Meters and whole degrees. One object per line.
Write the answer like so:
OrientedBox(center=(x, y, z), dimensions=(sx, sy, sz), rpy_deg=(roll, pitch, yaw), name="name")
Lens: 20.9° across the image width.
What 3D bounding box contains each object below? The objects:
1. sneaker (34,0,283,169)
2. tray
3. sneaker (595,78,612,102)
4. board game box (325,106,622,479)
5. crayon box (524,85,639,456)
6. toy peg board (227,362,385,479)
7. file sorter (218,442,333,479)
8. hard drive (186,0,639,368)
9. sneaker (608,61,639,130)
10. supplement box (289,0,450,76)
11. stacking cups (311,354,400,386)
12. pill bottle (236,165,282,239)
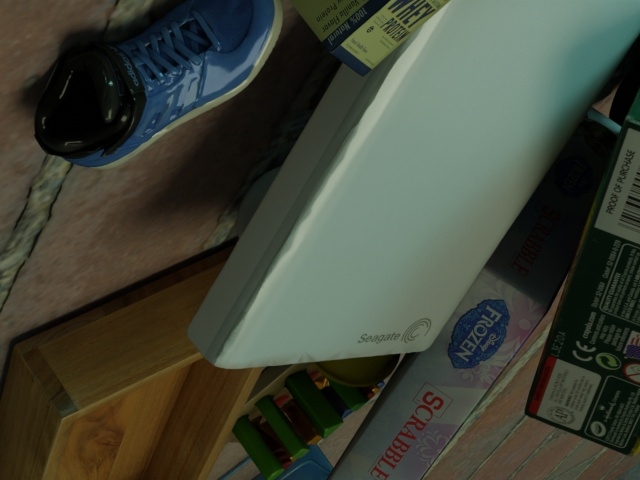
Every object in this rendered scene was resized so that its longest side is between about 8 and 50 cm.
OrientedBox(center=(-0.091, -0.094, 0.951), dimensions=(0.152, 0.058, 0.084), rpy_deg=(-34, 171, 13), name="sneaker")
OrientedBox(center=(-0.172, 0.170, 1.406), dimensions=(0.203, 0.076, 0.411), rpy_deg=(-25, 159, -31), name="tray")
OrientedBox(center=(0.145, -0.120, 1.295), dimensions=(0.152, 0.053, 0.061), rpy_deg=(0, 160, -23), name="sneaker")
OrientedBox(center=(0.133, 0.072, 1.502), dimensions=(0.318, 0.066, 0.318), rpy_deg=(-58, 176, 36), name="board game box")
OrientedBox(center=(0.279, -0.063, 1.307), dimensions=(0.363, 0.106, 0.313), rpy_deg=(99, 16, -53), name="crayon box")
OrientedBox(center=(-0.008, 0.165, 1.673), dimensions=(0.161, 0.079, 0.160), rpy_deg=(-40, 161, 10), name="toy peg board")
OrientedBox(center=(-0.021, 0.301, 1.835), dimensions=(0.118, 0.170, 0.104), rpy_deg=(-37, 157, 1), name="file sorter")
OrientedBox(center=(0.079, -0.065, 1.142), dimensions=(0.233, 0.047, 0.353), rpy_deg=(-1, 130, -49), name="hard drive")
OrientedBox(center=(0.297, -0.159, 1.502), dimensions=(0.170, 0.051, 0.089), rpy_deg=(-50, 157, 22), name="sneaker")
OrientedBox(center=(0.022, -0.154, 0.971), dimensions=(0.083, 0.083, 0.056), rpy_deg=(-41, 160, 10), name="supplement box")
OrientedBox(center=(0.081, 0.012, 1.402), dimensions=(0.096, 0.096, 0.316), rpy_deg=(-24, 163, -33), name="stacking cups")
OrientedBox(center=(0.000, 0.000, 1.288), dimensions=(0.086, 0.086, 0.152), rpy_deg=(-39, 161, 6), name="pill bottle")
